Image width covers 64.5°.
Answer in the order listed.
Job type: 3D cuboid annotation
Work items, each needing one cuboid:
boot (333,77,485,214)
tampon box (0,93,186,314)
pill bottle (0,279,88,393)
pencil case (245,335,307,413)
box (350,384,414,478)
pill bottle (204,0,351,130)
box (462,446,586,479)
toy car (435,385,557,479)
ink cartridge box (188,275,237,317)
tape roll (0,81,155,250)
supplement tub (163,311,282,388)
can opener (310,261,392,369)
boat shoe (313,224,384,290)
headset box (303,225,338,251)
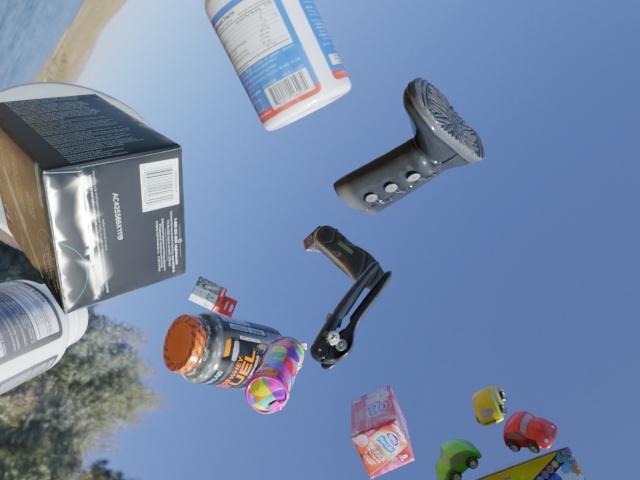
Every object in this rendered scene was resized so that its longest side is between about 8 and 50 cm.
[{"bbox_3d":[0.215,-0.259,1.555,0.445,0.367,0.146,-23,-132,37],"label":"boot"},{"bbox_3d":[-0.199,-0.041,0.428,0.161,0.101,0.121,33,-51,38],"label":"tampon box"},{"bbox_3d":[-0.540,0.163,0.838,0.176,0.176,0.318,-53,175,12],"label":"pill bottle"},{"bbox_3d":[-0.097,0.305,1.176,0.104,0.104,0.236,-51,179,15],"label":"pencil case"},{"bbox_3d":[0.164,0.512,1.383,0.128,0.123,0.257,-25,-179,5],"label":"box"},{"bbox_3d":[-0.062,-0.258,0.612,0.124,0.222,0.124,-25,-170,5],"label":"pill bottle"},{"bbox_3d":[0.345,0.515,0.819,0.177,0.290,0.279,-17,-117,-4],"label":"box"},{"bbox_3d":[0.303,0.377,0.972,0.225,0.053,0.239,-39,-173,-4],"label":"toy car"},{"bbox_3d":[-0.261,0.141,1.257,0.029,0.115,0.063,-54,-166,39],"label":"ink cartridge box"},{"bbox_3d":[-0.501,-0.147,1.022,0.072,0.391,0.392,-44,-146,49],"label":"tape roll"},{"bbox_3d":[-0.284,0.335,1.530,0.207,0.338,0.207,-20,-120,38],"label":"supplement tub"},{"bbox_3d":[0.046,0.110,0.775,0.186,0.059,0.073,-58,-174,-15],"label":"can opener"},{"bbox_3d":[0.063,0.044,1.106,0.068,0.190,0.072,-43,175,-24],"label":"boat shoe"},{"bbox_3d":[0.000,0.000,1.298,0.083,0.062,0.032,-43,-129,39],"label":"headset box"}]
